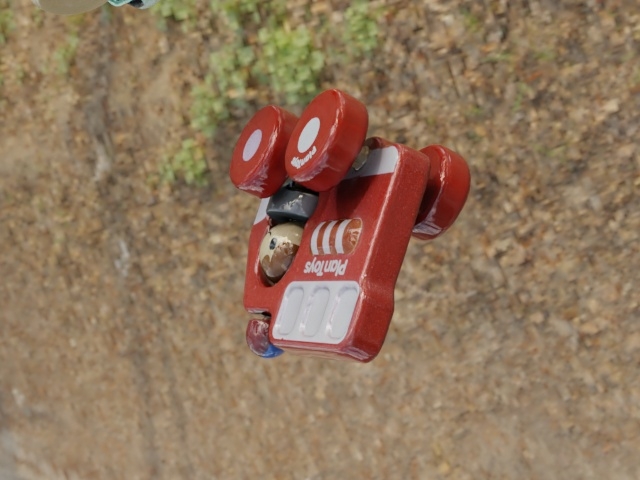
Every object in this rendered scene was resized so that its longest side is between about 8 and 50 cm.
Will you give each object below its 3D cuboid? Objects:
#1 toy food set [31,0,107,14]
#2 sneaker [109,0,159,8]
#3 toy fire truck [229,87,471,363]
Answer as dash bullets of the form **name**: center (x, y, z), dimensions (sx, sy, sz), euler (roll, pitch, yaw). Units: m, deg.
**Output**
- **toy food set**: center (-0.210, -0.222, 1.052), dimensions (0.082, 0.083, 0.020), euler (-35, 66, 42)
- **sneaker**: center (-0.187, -0.325, 1.300), dimensions (0.094, 0.151, 0.256), euler (52, 179, -27)
- **toy fire truck**: center (0.000, 0.000, 1.253), dimensions (0.302, 0.169, 0.254), euler (-4, 63, 60)
